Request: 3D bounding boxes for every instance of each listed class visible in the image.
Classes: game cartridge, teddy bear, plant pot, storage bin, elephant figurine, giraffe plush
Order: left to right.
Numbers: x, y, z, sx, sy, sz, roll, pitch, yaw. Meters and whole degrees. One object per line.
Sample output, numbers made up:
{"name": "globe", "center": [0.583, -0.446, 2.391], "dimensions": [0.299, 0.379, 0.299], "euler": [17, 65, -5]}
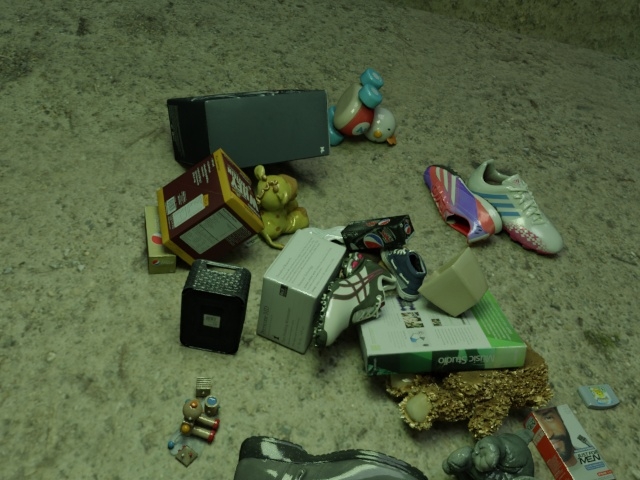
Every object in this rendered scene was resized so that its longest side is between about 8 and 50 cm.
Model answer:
{"name": "storage bin", "center": [-0.213, 0.137, 1.238], "dimensions": [0.122, 0.180, 0.084], "euler": [11, 41, -3]}
{"name": "giraffe plush", "center": [-0.119, -0.100, 1.544], "dimensions": [0.182, 0.170, 0.210], "euler": [23, 41, 10]}
{"name": "plant pot", "center": [0.293, 0.096, 1.307], "dimensions": [0.096, 0.109, 0.109], "euler": [50, 38, 3]}
{"name": "teddy bear", "center": [0.300, 0.303, 1.259], "dimensions": [0.338, 0.113, 0.245], "euler": [-16, 30, -29]}
{"name": "elephant figurine", "center": [0.325, 0.469, 1.056], "dimensions": [0.169, 0.186, 0.239], "euler": [33, 27, -54]}
{"name": "game cartridge", "center": [0.618, 0.347, 1.356], "dimensions": [0.083, 0.017, 0.056], "euler": [-1, 46, -16]}

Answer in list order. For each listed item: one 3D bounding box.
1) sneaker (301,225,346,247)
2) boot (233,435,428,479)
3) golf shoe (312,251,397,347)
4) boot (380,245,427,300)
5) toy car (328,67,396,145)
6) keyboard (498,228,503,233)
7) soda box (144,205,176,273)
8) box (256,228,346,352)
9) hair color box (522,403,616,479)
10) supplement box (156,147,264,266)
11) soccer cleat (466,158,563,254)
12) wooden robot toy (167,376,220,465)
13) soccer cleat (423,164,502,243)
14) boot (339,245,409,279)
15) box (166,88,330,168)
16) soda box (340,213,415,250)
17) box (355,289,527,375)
{"name": "sneaker", "center": [0.000, 0.000, 1.525], "dimensions": [0.152, 0.053, 0.061], "euler": [-8, 34, 8]}
{"name": "boot", "center": [0.004, 0.461, 0.998], "dimensions": [0.338, 0.118, 0.222], "euler": [4, 43, 6]}
{"name": "golf shoe", "center": [0.072, 0.127, 1.277], "dimensions": [0.120, 0.105, 0.273], "euler": [22, 42, 12]}
{"name": "boot", "center": [0.195, 0.043, 1.405], "dimensions": [0.069, 0.086, 0.190], "euler": [1, 41, -20]}
{"name": "toy car", "center": [0.164, -0.377, 1.963], "dimensions": [0.238, 0.219, 0.210], "euler": [35, 36, -20]}
{"name": "keyboard", "center": [0.525, -0.083, 1.819], "dimensions": [0.108, 0.023, 0.180], "euler": [40, 46, 19]}
{"name": "soda box", "center": [-0.381, -0.005, 1.449], "dimensions": [0.061, 0.058, 0.181], "euler": [-3, 43, -18]}
{"name": "box", "center": [-0.042, 0.107, 1.319], "dimensions": [0.119, 0.180, 0.182], "euler": [21, 41, 12]}
{"name": "hair color box", "center": [0.489, 0.415, 1.213], "dimensions": [0.093, 0.053, 0.167], "euler": [-5, 43, -20]}
{"name": "supplement box", "center": [-0.260, -0.073, 1.434], "dimensions": [0.194, 0.129, 0.191], "euler": [-32, 45, 11]}
{"name": "soccer cleat", "center": [0.556, -0.098, 1.725], "dimensions": [0.331, 0.143, 0.116], "euler": [42, 47, 21]}
{"name": "wooden robot toy", "center": [-0.220, 0.313, 1.113], "dimensions": [0.076, 0.079, 0.173], "euler": [14, 41, 1]}
{"name": "soccer cleat", "center": [0.378, -0.110, 1.755], "dimensions": [0.116, 0.108, 0.318], "euler": [-28, 49, -13]}
{"name": "boot", "center": [0.096, 0.046, 1.528], "dimensions": [0.249, 0.090, 0.207], "euler": [-12, 33, -22]}
{"name": "box", "center": [-0.197, -0.311, 1.666], "dimensions": [0.343, 0.178, 0.312], "euler": [-13, 19, -28]}
{"name": "soda box", "center": [0.134, -0.018, 1.450], "dimensions": [0.169, 0.053, 0.060], "euler": [-7, 25, 40]}
{"name": "box", "center": [0.241, 0.192, 1.310], "dimensions": [0.322, 0.058, 0.232], "euler": [-4, 25, -2]}
